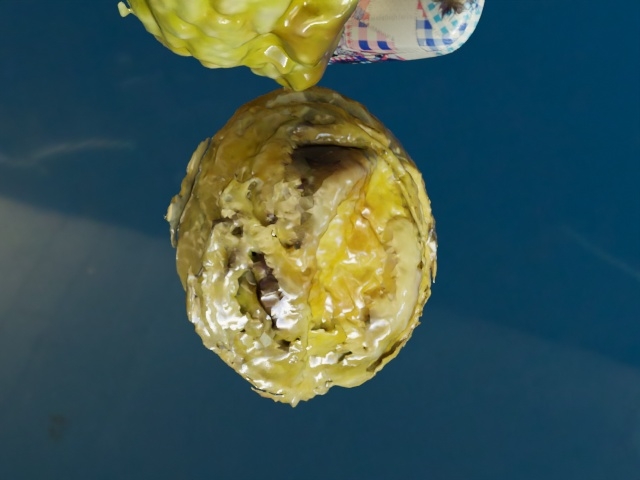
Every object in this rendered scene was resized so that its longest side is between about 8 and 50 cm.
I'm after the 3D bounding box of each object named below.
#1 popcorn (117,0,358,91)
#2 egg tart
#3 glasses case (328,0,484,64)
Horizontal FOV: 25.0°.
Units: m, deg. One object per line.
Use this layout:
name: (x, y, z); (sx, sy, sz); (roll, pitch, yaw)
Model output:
popcorn: (-0.044, -0.226, 1.115); (0.237, 0.251, 0.206); (-26, -140, 17)
egg tart: (0.000, 0.000, 1.296); (0.297, 0.297, 0.132); (-42, -165, -28)
glasses case: (0.057, -0.266, 1.629); (0.327, 0.076, 0.125); (5, -102, 49)
